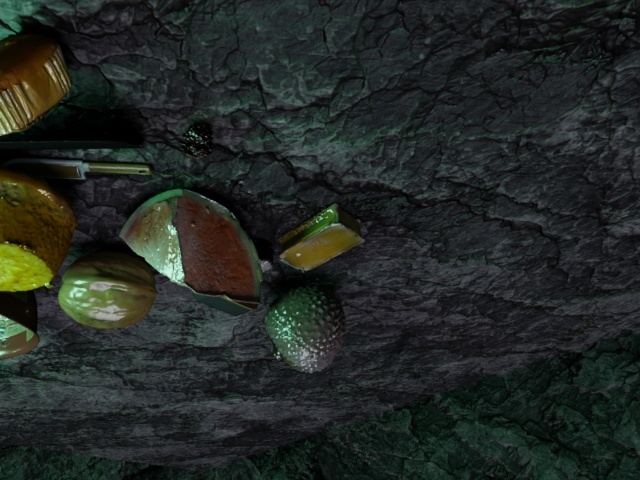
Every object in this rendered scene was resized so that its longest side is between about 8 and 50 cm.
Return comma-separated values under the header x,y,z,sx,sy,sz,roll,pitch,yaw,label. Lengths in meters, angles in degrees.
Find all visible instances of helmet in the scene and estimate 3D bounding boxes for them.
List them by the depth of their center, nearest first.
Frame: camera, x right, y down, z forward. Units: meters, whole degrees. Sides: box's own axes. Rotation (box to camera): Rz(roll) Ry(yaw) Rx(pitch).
x,y,z,sx,sy,sz,roll,pitch,yaw,label
-0.966,0.162,1.352,0.337,0.230,0.385,-26,140,25,helmet

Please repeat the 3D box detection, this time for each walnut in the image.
x,y,z,sx,sy,sz,roll,pitch,yaw,label
-0.600,0.140,1.395,0.261,0.225,0.225,5,142,-14,walnut

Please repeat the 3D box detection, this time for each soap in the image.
x,y,z,sx,sy,sz,roll,pitch,yaw,label
0.000,-0.001,1.427,0.233,0.076,0.135,-31,138,27,soap

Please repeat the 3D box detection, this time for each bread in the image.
x,y,z,sx,sy,sz,roll,pitch,yaw,label
-0.541,-0.286,0.864,0.132,0.190,0.114,15,141,16,bread
-0.786,-0.036,1.129,0.398,0.215,0.398,-1,151,0,bread

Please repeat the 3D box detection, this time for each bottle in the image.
x,y,z,sx,sy,sz,roll,pitch,yaw,label
-0.093,0.064,1.535,0.030,0.030,0.083,-34,135,31,bottle

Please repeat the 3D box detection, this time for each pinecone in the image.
x,y,z,sx,sy,sz,roll,pitch,yaw,label
-0.275,-0.223,1.094,0.077,0.077,0.083,13,113,-25,pinecone

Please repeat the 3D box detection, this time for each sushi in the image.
x,y,z,sx,sy,sz,roll,pitch,yaw,label
-0.216,0.045,1.451,0.150,0.078,0.090,6,147,-19,sushi

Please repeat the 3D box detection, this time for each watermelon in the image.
x,y,z,sx,sy,sz,roll,pitch,yaw,label
-0.304,-0.004,1.281,0.292,0.319,0.222,13,105,-50,watermelon

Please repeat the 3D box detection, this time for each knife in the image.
x,y,z,sx,sy,sz,roll,pitch,yaw,label
-0.575,-0.164,1.155,0.343,0.027,0.061,1,147,-11,knife

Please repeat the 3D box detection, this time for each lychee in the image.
x,y,z,sx,sy,sz,roll,pitch,yaw,label
-0.043,0.294,1.627,0.300,0.300,0.300,-5,143,-3,lychee

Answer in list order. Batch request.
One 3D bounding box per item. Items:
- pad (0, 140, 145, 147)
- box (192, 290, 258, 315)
x,y,z,sx,sy,sz,roll,pitch,yaw,label
-0.566,-0.214,0.958,0.375,0.315,0.063,-3,99,-7,pad
-0.293,0.141,1.513,0.090,0.144,0.201,-27,140,31,box
